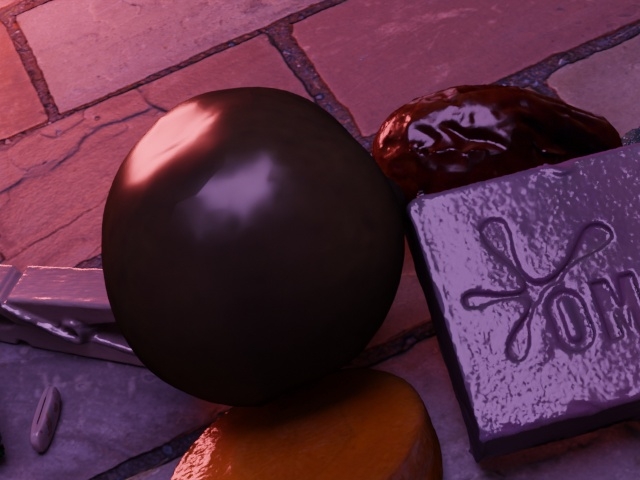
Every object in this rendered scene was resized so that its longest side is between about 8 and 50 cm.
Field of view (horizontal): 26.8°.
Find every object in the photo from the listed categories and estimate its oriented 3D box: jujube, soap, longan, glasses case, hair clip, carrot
[{"bbox_3d":[0.206,-0.088,1.587,0.290,0.197,0.197,1,45,-4],"label":"jujube"},{"bbox_3d":[0.261,0.059,1.418,0.296,0.107,0.285,-15,65,-5],"label":"soap"},{"bbox_3d":[-0.068,0.000,1.419,0.361,0.361,0.361,-8,45,8],"label":"longan"},{"bbox_3d":[-0.318,0.206,1.555,0.021,0.032,0.083,-4,44,14],"label":"glasses case"},{"bbox_3d":[-0.313,0.083,1.636,0.331,0.101,0.085,6,51,24],"label":"hair clip"},{"bbox_3d":[-0.009,0.245,1.382,0.258,0.100,0.307,13,40,36],"label":"carrot"}]

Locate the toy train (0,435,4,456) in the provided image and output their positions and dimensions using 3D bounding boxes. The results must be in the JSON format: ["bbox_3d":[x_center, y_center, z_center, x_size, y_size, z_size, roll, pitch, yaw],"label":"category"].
[{"bbox_3d":[-0.473,0.184,1.572,0.154,0.115,0.269,-25,40,-12],"label":"toy train"}]

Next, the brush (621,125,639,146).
[{"bbox_3d":[0.462,-0.152,1.699,0.196,0.021,0.070,-35,49,-19],"label":"brush"}]
